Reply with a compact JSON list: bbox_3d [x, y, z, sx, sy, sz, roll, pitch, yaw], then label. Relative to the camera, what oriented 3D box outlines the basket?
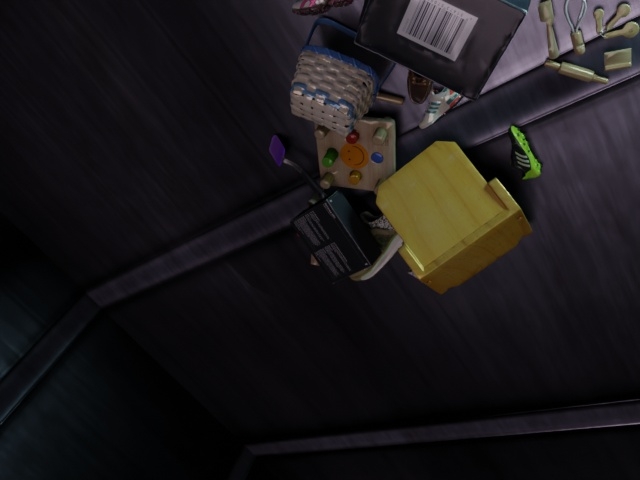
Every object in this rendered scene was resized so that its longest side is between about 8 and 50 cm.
[{"bbox_3d":[0.047,-0.454,1.521,0.254,0.289,0.201,26,168,6],"label":"basket"}]

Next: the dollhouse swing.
[{"bbox_3d":[0.393,-0.075,1.715,0.346,0.305,0.315,-38,149,13],"label":"dollhouse swing"}]

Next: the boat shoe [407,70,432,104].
[{"bbox_3d":[0.275,-0.465,1.533,0.073,0.073,0.207,11,133,13],"label":"boat shoe"}]

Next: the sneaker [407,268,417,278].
[{"bbox_3d":[0.349,0.067,1.960,0.082,0.071,0.191,22,134,15],"label":"sneaker"}]

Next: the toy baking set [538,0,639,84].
[{"bbox_3d":[0.644,-0.493,1.364,0.256,0.030,0.197,17,131,11],"label":"toy baking set"}]

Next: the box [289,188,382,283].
[{"bbox_3d":[0.052,-0.011,1.858,0.184,0.103,0.261,-27,100,40],"label":"box"}]

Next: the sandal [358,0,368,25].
[{"bbox_3d":[0.147,-0.637,1.476,0.067,0.040,0.179,33,149,4],"label":"sandal"}]

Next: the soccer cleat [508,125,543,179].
[{"bbox_3d":[0.569,-0.245,1.590,0.072,0.060,0.179,-19,121,38],"label":"soccer cleat"}]

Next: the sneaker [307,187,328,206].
[{"bbox_3d":[0.055,-0.112,1.931,0.192,0.086,0.064,34,164,3],"label":"sneaker"}]

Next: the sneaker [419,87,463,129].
[{"bbox_3d":[0.331,-0.389,1.592,0.075,0.057,0.161,52,134,1],"label":"sneaker"}]

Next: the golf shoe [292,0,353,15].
[{"bbox_3d":[0.003,-0.663,1.508,0.186,0.067,0.086,-5,99,30],"label":"golf shoe"}]

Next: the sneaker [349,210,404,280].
[{"bbox_3d":[0.198,-0.021,1.922,0.182,0.158,0.410,42,127,2],"label":"sneaker"}]

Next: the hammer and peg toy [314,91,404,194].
[{"bbox_3d":[0.111,-0.310,1.704,0.265,0.127,0.361,10,131,18],"label":"hammer and peg toy"}]

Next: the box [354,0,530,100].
[{"bbox_3d":[0.291,-0.537,1.235,0.293,0.395,0.212,27,136,3],"label":"box"}]

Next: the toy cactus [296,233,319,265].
[{"bbox_3d":[0.000,0.000,2.005,0.218,0.181,0.112,11,177,23],"label":"toy cactus"}]

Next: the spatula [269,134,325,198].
[{"bbox_3d":[-0.079,-0.238,1.840,0.296,0.030,0.084,45,138,21],"label":"spatula"}]
